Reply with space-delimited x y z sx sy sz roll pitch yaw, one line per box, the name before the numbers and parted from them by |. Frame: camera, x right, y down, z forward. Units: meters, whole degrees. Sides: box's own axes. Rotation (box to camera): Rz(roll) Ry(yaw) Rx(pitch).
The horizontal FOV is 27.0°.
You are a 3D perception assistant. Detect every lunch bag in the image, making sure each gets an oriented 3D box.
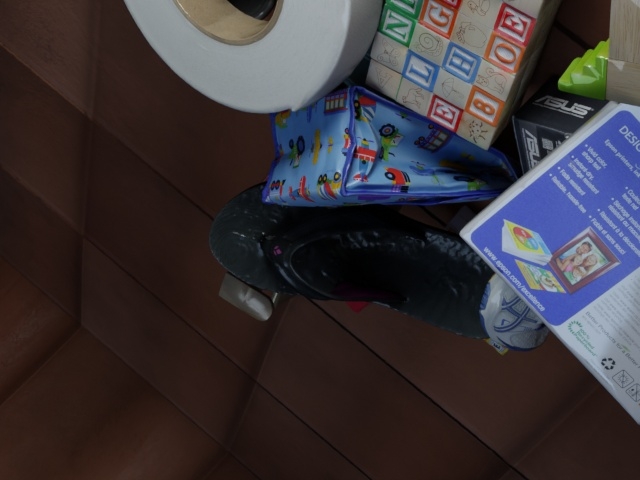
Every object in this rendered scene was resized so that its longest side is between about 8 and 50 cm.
lunch bag | 0.107 -0.098 1.713 0.293 0.138 0.221 8 175 -28

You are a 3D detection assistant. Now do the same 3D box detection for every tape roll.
tape roll | -0.098 -0.335 1.549 0.392 0.072 0.392 24 131 32

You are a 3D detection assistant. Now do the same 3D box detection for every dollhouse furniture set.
dollhouse furniture set | 0.000 0.000 1.977 0.161 0.212 0.242 31 118 19

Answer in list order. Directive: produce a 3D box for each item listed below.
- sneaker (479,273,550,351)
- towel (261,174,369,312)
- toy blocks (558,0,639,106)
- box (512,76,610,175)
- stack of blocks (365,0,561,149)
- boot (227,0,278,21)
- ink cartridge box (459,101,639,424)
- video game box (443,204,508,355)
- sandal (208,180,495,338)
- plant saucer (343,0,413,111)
sneaker | 0.275 0.060 1.608 0.131 0.112 0.296 34 153 26
towel | 0.006 -0.002 2.185 0.275 0.031 0.199 45 153 -1
toy blocks | 0.405 -0.225 1.152 0.382 0.190 0.260 16 134 26
box | 0.405 0.016 1.589 0.318 0.097 0.394 24 147 38
stack of blocks | 0.167 -0.260 1.475 0.171 0.087 0.297 31 143 12
boot | -0.034 -0.216 1.798 0.280 0.096 0.264 48 166 -16
ink cartridge box | 0.359 0.007 1.420 0.303 0.072 0.307 47 121 -3
video game box | 0.239 0.062 1.938 0.187 0.048 0.205 42 153 8
sandal | 0.061 0.022 1.813 0.446 0.167 0.107 13 -169 7
plant saucer | 0.076 -0.271 1.689 0.318 0.043 0.317 32 151 21
